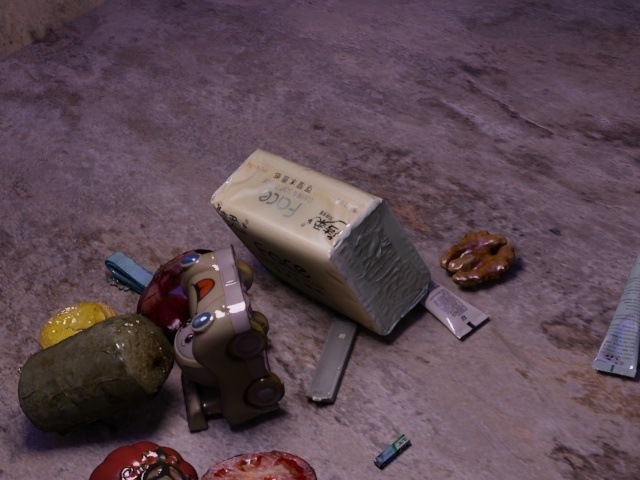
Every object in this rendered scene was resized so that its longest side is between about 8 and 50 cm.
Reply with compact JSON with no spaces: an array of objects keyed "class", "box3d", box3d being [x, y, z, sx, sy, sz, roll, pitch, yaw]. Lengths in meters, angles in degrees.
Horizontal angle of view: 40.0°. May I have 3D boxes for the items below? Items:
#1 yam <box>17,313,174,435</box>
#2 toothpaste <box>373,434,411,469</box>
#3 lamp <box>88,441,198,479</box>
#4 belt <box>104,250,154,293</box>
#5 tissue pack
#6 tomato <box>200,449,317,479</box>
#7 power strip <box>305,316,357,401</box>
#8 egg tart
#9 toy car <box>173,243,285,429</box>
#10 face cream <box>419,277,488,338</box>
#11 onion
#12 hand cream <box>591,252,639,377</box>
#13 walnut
[{"class":"yam","box3d":[-0.466,0.277,1.848,0.300,0.195,0.195,-24,38,20]},{"class":"toothpaste","box3d":[0.141,0.416,1.733,0.083,0.017,0.020,-35,45,-23]},{"class":"lamp","box3d":[-0.322,0.482,1.628,0.227,0.226,0.226,-7,42,6]},{"class":"belt","box3d":[-0.462,0.100,2.207,0.179,0.100,0.065,32,56,21]},{"class":"tissue pack","box3d":[0.000,0.000,1.965,0.405,0.331,0.205,24,68,42]},{"class":"tomato","box3d":[-0.116,0.476,1.644,0.225,0.084,0.225,-2,15,0]},{"class":"power strip","box3d":[0.029,0.257,1.930,0.060,0.027,0.252,4,44,19]},{"class":"egg tart","box3d":[-0.564,0.225,2.081,0.191,0.074,0.191,-7,41,6]},{"class":"toy car","box3d":[-0.217,0.208,1.815,0.226,0.336,0.242,-17,42,-2]},{"class":"face cream","box3d":[0.262,0.129,1.997,0.092,0.058,0.244,-32,49,-23]},{"class":"onion","box3d":[-0.294,0.141,2.020,0.252,0.219,0.252,-47,8,9]},{"class":"hand cream","box3d":[0.659,0.151,1.865,0.085,0.058,0.331,13,48,24]},{"class":"walnut","box3d":[0.366,0.048,2.047,0.170,0.069,0.143,-23,44,-10]}]
